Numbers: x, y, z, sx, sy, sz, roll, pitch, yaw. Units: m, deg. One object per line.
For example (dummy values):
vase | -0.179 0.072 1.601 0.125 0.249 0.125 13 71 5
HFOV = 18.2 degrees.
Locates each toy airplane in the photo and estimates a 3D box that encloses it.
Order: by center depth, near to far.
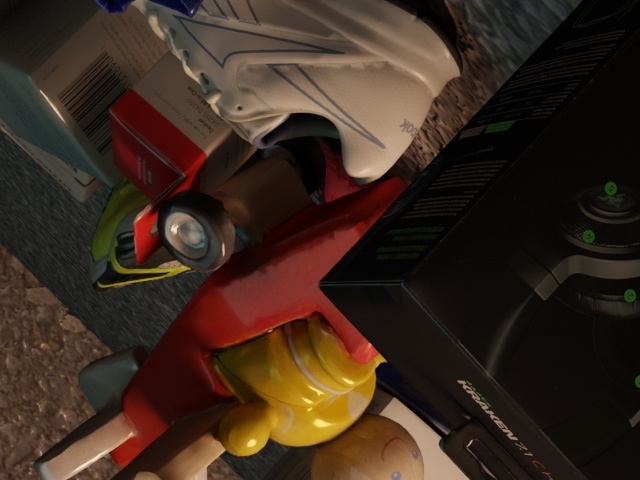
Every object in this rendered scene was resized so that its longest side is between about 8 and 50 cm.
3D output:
toy airplane | -0.044 0.126 1.534 0.272 0.386 0.384 44 180 6

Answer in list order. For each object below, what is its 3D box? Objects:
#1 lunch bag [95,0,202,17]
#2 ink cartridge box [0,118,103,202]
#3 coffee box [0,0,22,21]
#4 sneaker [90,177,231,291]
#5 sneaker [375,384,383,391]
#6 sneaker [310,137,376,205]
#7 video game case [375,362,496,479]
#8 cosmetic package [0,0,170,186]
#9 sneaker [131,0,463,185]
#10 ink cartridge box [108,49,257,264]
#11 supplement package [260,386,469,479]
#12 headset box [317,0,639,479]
lunch bag | -0.103 -0.294 1.005 0.293 0.221 0.138 49 165 -22
ink cartridge box | -0.286 -0.137 2.230 0.148 0.086 0.203 44 167 0
coffee box | -0.337 -0.245 1.730 0.141 0.246 0.098 42 165 9
sneaker | -0.152 -0.037 1.878 0.384 0.145 0.147 -149 49 -86
sneaker | 0.096 0.226 2.170 0.319 0.127 0.208 34 168 -1
sneaker | 0.000 0.000 1.796 0.121 0.112 0.299 43 165 3
video game case | 0.182 0.209 1.899 0.244 0.061 0.269 45 175 -23
cosmetic package | -0.223 -0.171 1.828 0.183 0.151 0.151 27 158 46
sneaker | -0.055 -0.142 1.378 0.297 0.129 0.111 26 176 15
ink cartridge box | -0.083 -0.099 1.490 0.078 0.231 0.134 42 166 8
supplement package | 0.058 0.275 1.923 0.199 0.198 0.262 43 176 -5
headset box | 0.177 0.024 1.033 0.246 0.283 0.131 46 165 -12
